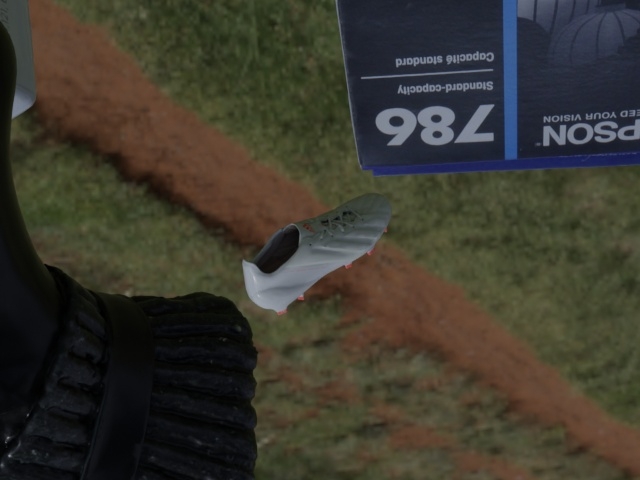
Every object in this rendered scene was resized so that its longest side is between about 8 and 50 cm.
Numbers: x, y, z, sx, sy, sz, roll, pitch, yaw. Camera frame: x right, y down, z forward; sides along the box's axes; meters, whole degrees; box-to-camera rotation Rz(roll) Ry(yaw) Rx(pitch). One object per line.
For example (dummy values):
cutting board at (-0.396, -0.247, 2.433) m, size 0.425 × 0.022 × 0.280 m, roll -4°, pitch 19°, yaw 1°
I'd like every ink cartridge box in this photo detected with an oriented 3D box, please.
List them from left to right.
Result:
ink cartridge box at (0.089, -0.124, 0.576) m, size 0.165 × 0.065 × 0.333 m, roll -4°, pitch 141°, yaw 7°

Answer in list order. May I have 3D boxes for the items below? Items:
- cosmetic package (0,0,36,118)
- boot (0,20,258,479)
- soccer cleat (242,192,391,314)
cosmetic package at (-0.465, -0.226, 0.891) m, size 0.329 × 0.327 × 0.393 m, roll -25°, pitch 151°, yaw 27°
boot at (-0.151, 0.029, 0.725) m, size 0.260 × 0.131 × 0.348 m, roll 4°, pitch 109°, yaw -28°
soccer cleat at (0.000, 0.000, 1.333) m, size 0.196 × 0.068 × 0.076 m, roll -38°, pitch 130°, yaw -23°
